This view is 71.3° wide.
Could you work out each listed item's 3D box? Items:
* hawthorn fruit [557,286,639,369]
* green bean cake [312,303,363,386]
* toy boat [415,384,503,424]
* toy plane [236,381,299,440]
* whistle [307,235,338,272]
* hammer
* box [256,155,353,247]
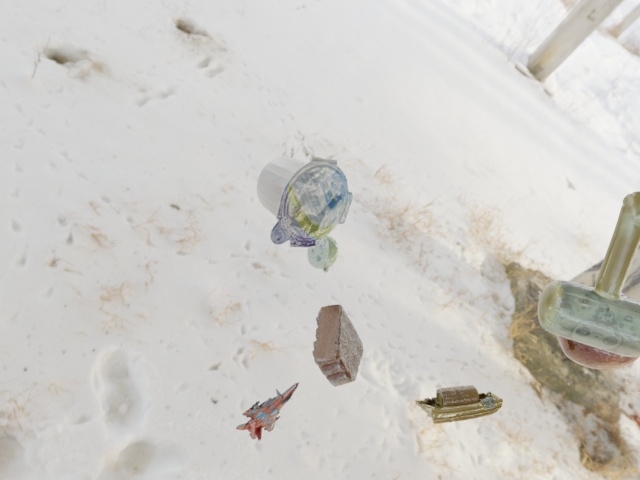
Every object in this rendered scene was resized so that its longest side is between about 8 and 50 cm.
[{"bbox_3d":[0.981,0.309,1.564,0.311,0.295,0.295,10,47,-51],"label":"hawthorn fruit"},{"bbox_3d":[0.052,0.347,1.470,0.198,0.097,0.232,59,23,-15],"label":"green bean cake"},{"bbox_3d":[0.501,0.582,1.608,0.310,0.089,0.115,-6,93,-5],"label":"toy boat"},{"bbox_3d":[-0.130,0.438,1.173,0.189,0.061,0.130,-48,129,-15],"label":"toy plane"},{"bbox_3d":[0.000,0.000,1.616,0.067,0.126,0.258,18,50,-46],"label":"whistle"},{"bbox_3d":[0.550,0.058,0.833,0.202,0.305,0.113,16,18,12],"label":"hammer"},{"bbox_3d":[-0.083,-0.123,1.337,0.291,0.262,0.206,-44,42,-13],"label":"box"}]
